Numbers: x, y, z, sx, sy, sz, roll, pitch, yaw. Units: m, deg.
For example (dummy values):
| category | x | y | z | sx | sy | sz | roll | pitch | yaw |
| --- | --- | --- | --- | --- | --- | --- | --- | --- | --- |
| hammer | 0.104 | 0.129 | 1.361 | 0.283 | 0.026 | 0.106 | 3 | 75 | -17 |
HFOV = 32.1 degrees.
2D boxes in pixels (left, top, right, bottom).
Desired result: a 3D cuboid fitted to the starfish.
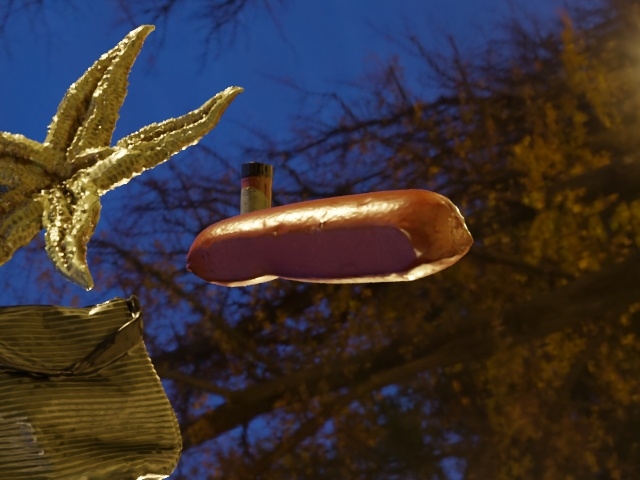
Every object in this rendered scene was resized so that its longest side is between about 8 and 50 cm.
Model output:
| category | x | y | z | sx | sy | sz | roll | pitch | yaw |
| --- | --- | --- | --- | --- | --- | --- | --- | --- | --- |
| starfish | -0.239 | -0.063 | 1.061 | 0.347 | 0.357 | 0.078 | -103 | 0 | -45 |

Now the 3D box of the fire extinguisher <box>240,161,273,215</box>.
| category | x | y | z | sx | sy | sz | roll | pitch | yaw |
| --- | --- | --- | --- | --- | --- | --- | --- | --- | --- |
| fire extinguisher | -0.096 | -0.023 | 1.616 | 0.050 | 0.062 | 0.177 | 13 | -106 | -44 |

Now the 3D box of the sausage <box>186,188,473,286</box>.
| category | x | y | z | sx | sy | sz | roll | pitch | yaw |
| --- | --- | --- | --- | --- | --- | --- | --- | --- | --- |
| sausage | 0.000 | 0.000 | 1.208 | 0.097 | 0.348 | 0.094 | -16 | -80 | -58 |

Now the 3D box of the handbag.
| category | x | y | z | sx | sy | sz | roll | pitch | yaw |
| --- | --- | --- | --- | --- | --- | --- | --- | --- | --- |
| handbag | -0.346 | 0.194 | 1.298 | 0.340 | 0.247 | 0.240 | -4 | -99 | -22 |
